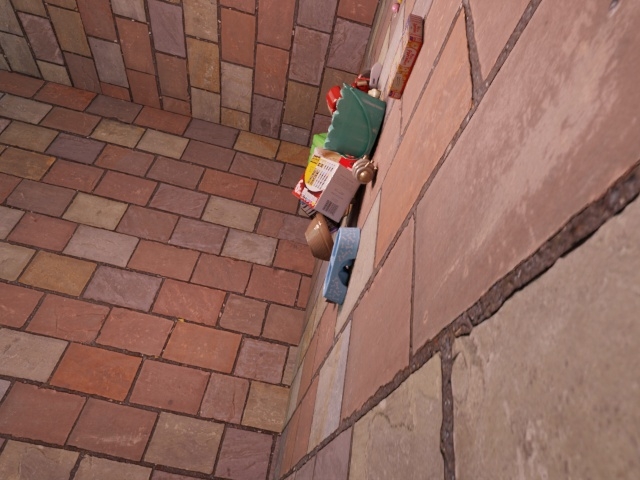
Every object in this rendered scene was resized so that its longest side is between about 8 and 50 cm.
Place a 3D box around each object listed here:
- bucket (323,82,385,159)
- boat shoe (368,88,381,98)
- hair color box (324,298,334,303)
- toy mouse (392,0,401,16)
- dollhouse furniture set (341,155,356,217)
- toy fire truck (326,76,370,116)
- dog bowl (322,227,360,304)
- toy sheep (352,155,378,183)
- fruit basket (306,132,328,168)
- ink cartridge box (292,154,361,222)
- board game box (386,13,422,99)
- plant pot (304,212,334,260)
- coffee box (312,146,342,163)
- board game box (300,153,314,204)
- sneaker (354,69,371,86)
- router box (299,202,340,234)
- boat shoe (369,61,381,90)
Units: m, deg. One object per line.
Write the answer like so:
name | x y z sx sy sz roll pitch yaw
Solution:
bucket | 0.133 -0.464 1.645 0.281 0.182 0.282 -163 90 -87
boat shoe | 0.239 -0.656 1.871 0.135 0.050 0.045 -97 26 -80
hair color box | 0.055 0.183 1.698 0.072 0.043 0.141 112 172 -69
toy mouse | 0.355 -1.112 1.890 0.143 0.031 0.161 -85 9 -68
dollhouse furniture set | 0.116 -0.226 1.904 0.242 0.160 0.212 -33 39 52
toy fire truck | 0.144 -0.706 1.973 0.246 0.216 0.159 74 175 -68
dog bowl | 0.074 0.088 1.513 0.166 0.073 0.298 -90 15 -77
toy sheep | 0.152 -0.245 1.442 0.132 0.091 0.091 -94 16 -60
fruit basket | 0.083 -0.449 2.551 0.392 0.282 0.393 30 129 45
ink cartridge box | 0.038 -0.257 1.727 0.272 0.130 0.309 -60 26 5
board game box | 0.256 -0.558 1.258 0.194 0.045 0.147 108 174 -57
plant pot | 0.000 0.000 1.818 0.237 0.109 0.238 -21 -90 -89
coffee box | 0.064 -0.363 2.100 0.098 0.141 0.247 107 148 -51
board game box | 0.041 -0.304 2.163 0.064 0.241 0.317 106 176 -54
sneaker | 0.215 -0.777 2.211 0.314 0.115 0.136 107 177 -46
router box | 0.011 -0.209 2.301 0.081 0.243 0.309 -32 27 28
boat shoe | 0.267 -0.806 2.030 0.040 0.049 0.142 -82 4 -61
